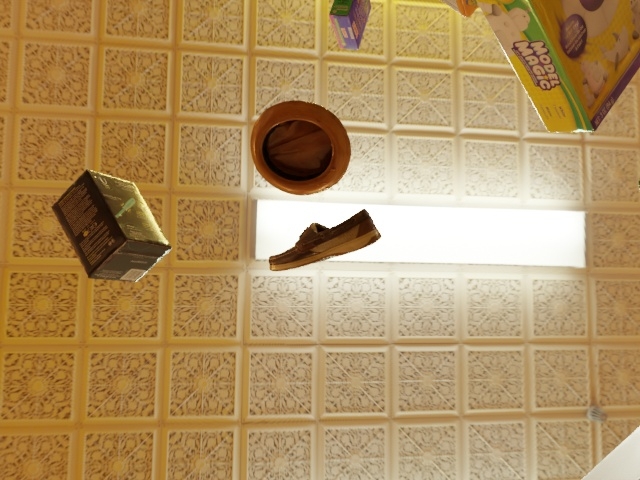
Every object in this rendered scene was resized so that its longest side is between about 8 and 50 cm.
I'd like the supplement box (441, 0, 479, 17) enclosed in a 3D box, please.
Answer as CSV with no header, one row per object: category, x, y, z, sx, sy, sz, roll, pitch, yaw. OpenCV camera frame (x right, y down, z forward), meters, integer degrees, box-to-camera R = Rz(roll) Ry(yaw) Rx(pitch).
supplement box,0.224,-0.509,1.030,0.078,0.080,0.233,-39,-126,5

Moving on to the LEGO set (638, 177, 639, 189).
LEGO set,0.740,-0.026,0.978,0.192,0.255,0.330,-4,-110,-5

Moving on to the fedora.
fedora,-0.032,-0.177,1.028,0.195,0.079,0.194,7,-62,14

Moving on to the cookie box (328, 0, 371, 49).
cookie box,0.058,-0.430,1.034,0.040,0.092,0.107,10,-109,20

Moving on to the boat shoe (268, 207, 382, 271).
boat shoe,0.000,0.000,0.685,0.152,0.056,0.049,-18,-87,20

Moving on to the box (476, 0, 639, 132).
box,0.154,-0.170,0.358,0.179,0.043,0.105,45,-105,-28

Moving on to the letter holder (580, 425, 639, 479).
letter holder,0.400,0.247,0.551,0.302,0.214,0.152,-47,-113,9

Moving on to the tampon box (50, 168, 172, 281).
tampon box,-0.362,-0.023,0.964,0.101,0.120,0.161,-40,-111,14
